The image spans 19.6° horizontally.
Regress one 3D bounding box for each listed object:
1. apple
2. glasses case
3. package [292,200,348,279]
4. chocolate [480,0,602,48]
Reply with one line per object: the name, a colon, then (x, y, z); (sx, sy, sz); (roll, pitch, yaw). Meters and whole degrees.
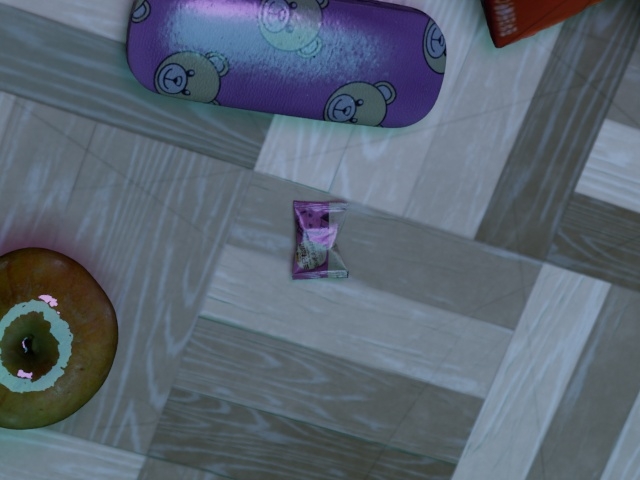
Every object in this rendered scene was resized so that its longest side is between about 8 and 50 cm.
apple: (-0.288, 0.097, 1.821); (0.182, 0.155, 0.182); (-1, 96, -6)
glasses case: (-0.031, -0.185, 1.806); (0.316, 0.076, 0.123); (7, 108, -13)
package: (0.000, 0.000, 1.905); (0.059, 0.029, 0.083); (-1, 99, -3)
chocolate: (0.242, -0.314, 1.739); (0.235, 0.237, 0.108); (-26, 67, -1)
